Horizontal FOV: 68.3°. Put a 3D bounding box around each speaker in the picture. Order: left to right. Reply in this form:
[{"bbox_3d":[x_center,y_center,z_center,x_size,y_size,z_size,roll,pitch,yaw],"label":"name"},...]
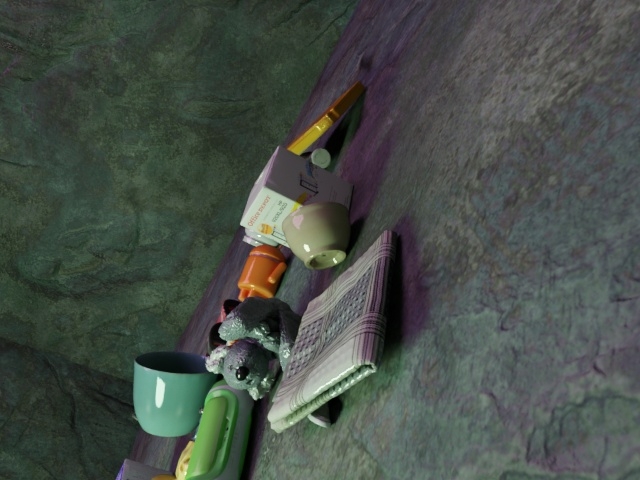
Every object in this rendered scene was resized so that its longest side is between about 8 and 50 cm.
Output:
[{"bbox_3d":[-0.234,0.479,1.102,0.131,0.131,0.296,-54,18,34],"label":"speaker"}]

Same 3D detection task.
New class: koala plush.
[{"bbox_3d":[-0.151,0.258,1.100,0.221,0.196,0.203,-60,4,15],"label":"koala plush"}]

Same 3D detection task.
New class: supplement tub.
[{"bbox_3d":[-0.203,-0.065,1.826,0.199,0.145,0.144,-66,15,-4],"label":"supplement tub"}]

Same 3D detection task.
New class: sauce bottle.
[{"bbox_3d":[-0.052,-0.256,1.705,0.111,0.112,0.344,-67,17,-10],"label":"sauce bottle"}]

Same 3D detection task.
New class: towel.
[{"bbox_3d":[0.016,0.160,0.852,0.324,0.056,0.312,-49,16,40],"label":"towel"}]

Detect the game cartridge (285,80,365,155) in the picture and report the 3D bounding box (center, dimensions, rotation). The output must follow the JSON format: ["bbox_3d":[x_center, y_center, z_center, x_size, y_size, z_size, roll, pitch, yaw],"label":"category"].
[{"bbox_3d":[-0.006,-0.406,1.665,0.324,0.053,0.285,-35,15,42],"label":"game cartridge"}]

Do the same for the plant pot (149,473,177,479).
[{"bbox_3d":[-0.428,0.739,1.356,0.095,0.134,0.134,-26,35,28],"label":"plant pot"}]

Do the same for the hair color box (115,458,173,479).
[{"bbox_3d":[-0.585,0.849,1.548,0.110,0.185,0.339,-68,15,-13],"label":"hair color box"}]

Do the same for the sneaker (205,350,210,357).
[{"bbox_3d":[-0.403,0.421,1.896,0.071,0.066,0.188,109,-175,-66],"label":"sneaker"}]

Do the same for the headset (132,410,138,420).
[{"bbox_3d":[-0.673,0.721,2.038,0.394,0.185,0.243,172,123,-85],"label":"headset"}]

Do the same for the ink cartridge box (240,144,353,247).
[{"bbox_3d":[-0.062,-0.096,1.246,0.171,0.233,0.168,-49,21,45],"label":"ink cartridge box"}]

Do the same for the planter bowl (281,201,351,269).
[{"bbox_3d":[0.000,0.000,1.084,0.162,0.162,0.109,-46,50,48],"label":"planter bowl"}]

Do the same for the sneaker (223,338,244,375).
[{"bbox_3d":[-0.263,0.378,1.449,0.262,0.099,0.120,-110,39,-79],"label":"sneaker"}]

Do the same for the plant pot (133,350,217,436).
[{"bbox_3d":[-0.519,0.544,1.668,0.293,0.293,0.234,-177,95,-73],"label":"plant pot"}]

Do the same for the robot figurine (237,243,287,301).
[{"bbox_3d":[-0.188,0.107,1.545,0.158,0.128,0.219,123,166,-66],"label":"robot figurine"}]

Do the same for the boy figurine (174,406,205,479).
[{"bbox_3d":[-0.349,0.617,1.322,0.177,0.092,0.285,-42,28,54],"label":"boy figurine"}]

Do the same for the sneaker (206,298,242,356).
[{"bbox_3d":[-0.350,0.355,1.760,0.313,0.116,0.136,-81,12,-65],"label":"sneaker"}]

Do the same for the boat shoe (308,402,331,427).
[{"bbox_3d":[-0.001,0.291,0.814,0.100,0.035,0.035,166,126,-79],"label":"boat shoe"}]
